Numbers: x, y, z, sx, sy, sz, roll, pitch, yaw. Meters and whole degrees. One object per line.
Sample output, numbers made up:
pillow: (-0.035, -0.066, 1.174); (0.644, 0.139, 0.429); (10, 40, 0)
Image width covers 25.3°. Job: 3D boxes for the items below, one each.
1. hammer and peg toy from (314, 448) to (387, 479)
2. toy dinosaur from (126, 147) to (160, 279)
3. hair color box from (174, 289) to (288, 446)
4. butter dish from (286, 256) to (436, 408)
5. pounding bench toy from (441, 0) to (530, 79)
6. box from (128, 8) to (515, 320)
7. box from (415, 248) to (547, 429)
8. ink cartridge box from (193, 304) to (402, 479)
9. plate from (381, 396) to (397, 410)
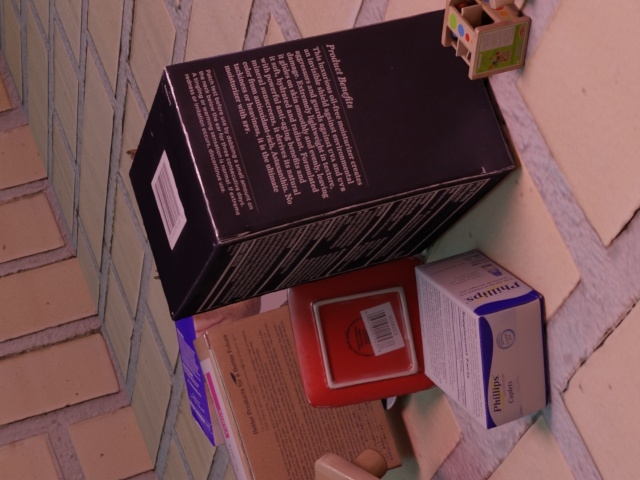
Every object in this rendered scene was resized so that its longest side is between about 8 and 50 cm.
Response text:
hammer and peg toy: (0.141, 0.398, 1.580); (0.361, 0.127, 0.266); (24, 133, 33)
toy dinosaur: (-0.241, -0.041, 2.373); (0.200, 0.127, 0.296); (86, 165, -51)
hair color box: (-0.104, 0.098, 1.981); (0.110, 0.185, 0.339); (-141, 38, -59)
butter dish: (0.050, 0.095, 1.636); (0.118, 0.160, 0.160); (-89, -12, -78)
pounding bench toy: (0.142, -0.195, 1.237); (0.083, 0.052, 0.065); (93, 154, -44)
box: (-0.013, -0.070, 1.408); (0.296, 0.294, 0.183); (131, 123, -68)
box: (0.157, 0.094, 1.403); (0.137, 0.072, 0.126); (-139, 37, -59)
ink cartridge box: (-0.030, 0.199, 1.763); (0.088, 0.193, 0.235); (147, 106, -71)
plate: (0.062, 0.119, 1.775); (0.188, 0.024, 0.188); (165, 90, -71)
